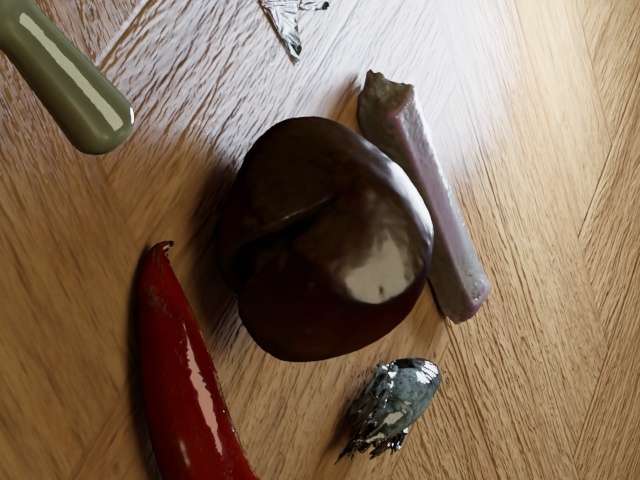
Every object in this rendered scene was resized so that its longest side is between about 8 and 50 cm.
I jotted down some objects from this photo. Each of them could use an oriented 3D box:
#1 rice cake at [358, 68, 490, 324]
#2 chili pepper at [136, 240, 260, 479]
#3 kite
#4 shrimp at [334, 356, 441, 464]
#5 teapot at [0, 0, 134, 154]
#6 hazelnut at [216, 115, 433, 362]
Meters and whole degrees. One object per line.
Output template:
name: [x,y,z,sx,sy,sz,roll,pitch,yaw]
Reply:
rice cake: [0.134,-0.044,2.093,0.070,0.064,0.399,-62,142,-34]
chili pepper: [-0.103,0.189,1.599,0.137,0.092,0.368,-69,150,-56]
kite: [-0.027,-0.260,1.837,0.156,0.011,0.139,-9,100,-63]
shrimp: [0.071,0.197,1.962,0.233,0.079,0.090,-40,121,-51]
teapot: [-0.250,-0.215,1.236,0.318,0.149,0.220,36,59,-57]
hazelnut: [0.000,0.000,1.692,0.217,0.217,0.251,38,33,-57]
